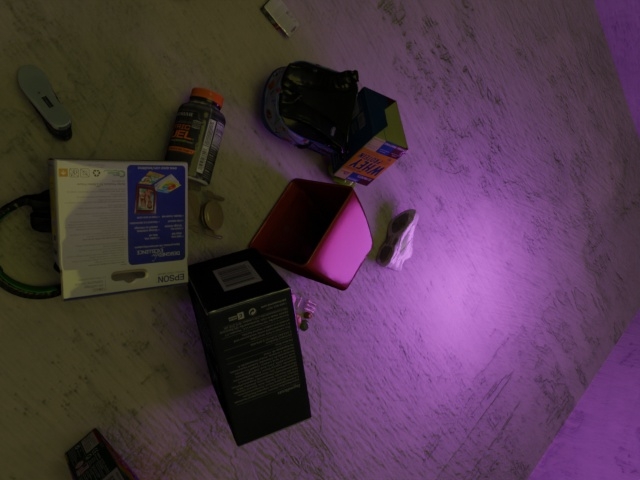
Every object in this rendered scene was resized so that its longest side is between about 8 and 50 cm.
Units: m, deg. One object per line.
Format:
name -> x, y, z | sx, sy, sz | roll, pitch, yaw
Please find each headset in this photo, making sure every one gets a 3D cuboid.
headset -> -0.601, -0.022, 1.327 | 0.394, 0.185, 0.244 | -25, 112, -13

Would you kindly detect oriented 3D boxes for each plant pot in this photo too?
plant pot -> 0.000, 0.000, 1.635 | 0.236, 0.267, 0.267 | 45, 70, -40

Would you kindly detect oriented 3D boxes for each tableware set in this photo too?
tableware set -> -0.083, 0.222, 1.715 | 0.154, 0.024, 0.104 | 30, 71, -37
tableware set -> -0.334, -0.078, 1.491 | 0.194, 0.039, 0.128 | 24, 64, -61

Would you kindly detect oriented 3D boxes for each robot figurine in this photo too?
robot figurine -> 0.069, -0.214, 1.760 | 0.115, 0.067, 0.101 | 52, 40, -23

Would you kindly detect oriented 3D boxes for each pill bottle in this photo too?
pill bottle -> -0.330, -0.278, 1.460 | 0.130, 0.130, 0.246 | 17, 84, -33

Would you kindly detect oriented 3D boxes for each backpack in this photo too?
backpack -> -0.041, -0.392, 1.593 | 0.263, 0.213, 0.277 | 16, 79, -41

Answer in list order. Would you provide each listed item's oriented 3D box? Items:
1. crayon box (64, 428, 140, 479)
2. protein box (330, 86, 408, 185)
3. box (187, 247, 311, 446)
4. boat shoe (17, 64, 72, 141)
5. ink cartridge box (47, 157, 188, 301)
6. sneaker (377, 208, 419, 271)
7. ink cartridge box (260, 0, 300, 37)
crayon box -> -0.451, 0.652, 1.313 | 0.106, 0.362, 0.313 | -40, 114, -24
protein box -> 0.137, -0.315, 1.677 | 0.135, 0.201, 0.200 | 14, 54, -32
box -> -0.192, 0.266, 1.436 | 0.211, 0.293, 0.396 | -16, 114, -19
boat shoe -> -0.652, -0.320, 1.293 | 0.065, 0.083, 0.183 | -31, 83, -28
ink cartridge box -> -0.459, -0.034, 1.275 | 0.303, 0.072, 0.308 | -5, 103, -39
sneaker -> 0.288, 0.003, 1.918 | 0.115, 0.090, 0.232 | 31, 86, -38
ink cartridge box -> -0.119, -0.665, 1.628 | 0.115, 0.029, 0.063 | 46, 69, -28
